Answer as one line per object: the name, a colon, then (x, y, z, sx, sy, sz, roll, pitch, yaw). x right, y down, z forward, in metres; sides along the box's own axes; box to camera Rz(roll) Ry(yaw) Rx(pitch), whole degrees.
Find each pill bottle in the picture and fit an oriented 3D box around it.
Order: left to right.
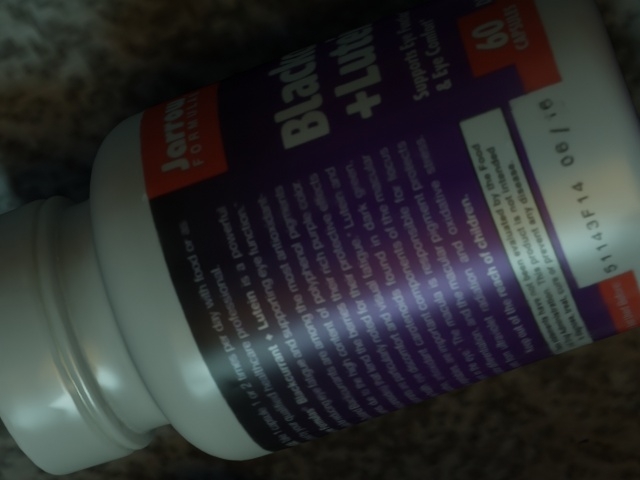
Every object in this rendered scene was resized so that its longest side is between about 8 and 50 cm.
pill bottle: (0.000, 0.000, 0.540, 0.194, 0.108, 0.108, -20, 124, 9)
